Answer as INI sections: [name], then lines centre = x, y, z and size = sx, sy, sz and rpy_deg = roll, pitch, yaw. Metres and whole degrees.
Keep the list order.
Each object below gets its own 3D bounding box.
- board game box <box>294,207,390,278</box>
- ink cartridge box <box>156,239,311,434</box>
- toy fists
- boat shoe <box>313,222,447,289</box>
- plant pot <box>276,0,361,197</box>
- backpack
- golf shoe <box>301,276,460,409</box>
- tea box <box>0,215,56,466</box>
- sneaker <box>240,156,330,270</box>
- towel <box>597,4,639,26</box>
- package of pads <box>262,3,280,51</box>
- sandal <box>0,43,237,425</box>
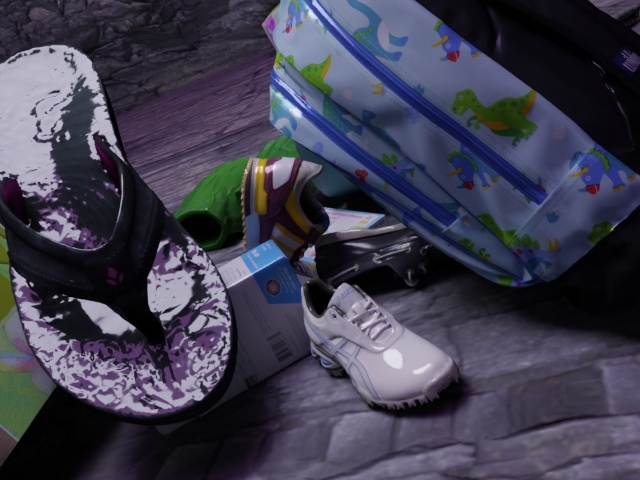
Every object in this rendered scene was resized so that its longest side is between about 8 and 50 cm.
[board game box]
centre = 0.000, 0.000, 0.867
size = 0.103, 0.026, 0.154
rpy_deg = -37, 25, -24
[ink cartridge box]
centre = -0.097, 0.090, 0.673
size = 0.180, 0.104, 0.060
rpy_deg = -29, 24, -8
[toy fists]
centre = -0.094, -0.073, 1.026
size = 0.279, 0.096, 0.142
rpy_deg = -21, 31, 37
[boat shoe]
centre = 0.089, 0.019, 0.719
size = 0.206, 0.075, 0.064
rpy_deg = -8, 71, 26
[plant pot]
centre = 0.112, -0.212, 0.897
size = 0.235, 0.292, 0.293
rpy_deg = -6, 28, 21
[backpack]
centre = 0.128, -0.127, 0.601
size = 0.273, 0.355, 0.290
rpy_deg = -41, 7, 41
[golf shoe]
centre = 0.036, 0.079, 0.585
size = 0.069, 0.086, 0.176
rpy_deg = -36, 26, -26
[tea box]
centre = -0.425, 0.112, 0.725
size = 0.329, 0.220, 0.323
rpy_deg = -31, 22, 23
[sneaker]
centre = -0.032, 0.003, 0.727
size = 0.084, 0.185, 0.069
rpy_deg = 2, 35, 8
[towel]
centre = 0.308, -0.298, 1.176
size = 0.324, 0.056, 0.312
rpy_deg = -34, 27, -23
[package of pads]
centre = 0.021, -0.369, 1.315
size = 0.101, 0.229, 0.296
rpy_deg = -35, 13, -20
[sandal]
centre = -0.223, -0.032, 0.632
size = 0.168, 0.107, 0.445
rpy_deg = -30, 62, -9
